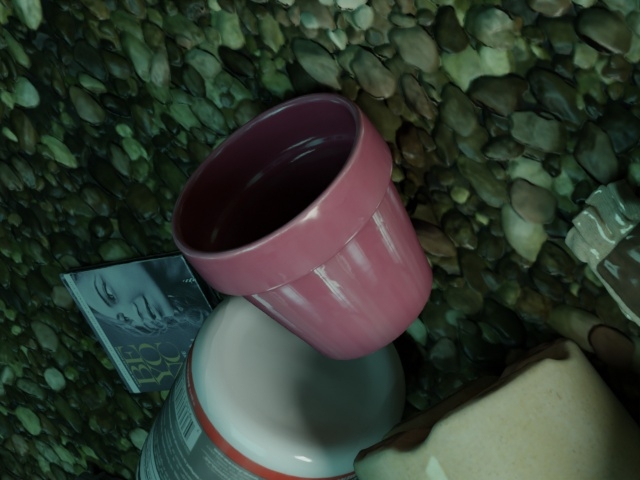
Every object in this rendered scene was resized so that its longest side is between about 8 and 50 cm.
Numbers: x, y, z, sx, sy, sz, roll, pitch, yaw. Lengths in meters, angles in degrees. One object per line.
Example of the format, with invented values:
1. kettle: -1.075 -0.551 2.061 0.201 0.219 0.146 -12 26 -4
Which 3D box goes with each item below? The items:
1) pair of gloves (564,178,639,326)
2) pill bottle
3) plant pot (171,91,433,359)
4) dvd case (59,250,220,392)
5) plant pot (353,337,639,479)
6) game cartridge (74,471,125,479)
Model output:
1. pair of gloves: 0.309 0.001 1.410 0.204 0.042 0.240 44 137 12
2. pill bottle: -0.067 0.215 1.820 0.210 0.210 0.363 40 142 9
3. plant pot: 0.000 0.000 1.599 0.201 0.201 0.180 -4 136 45
4. dvd case: -0.177 0.092 1.972 0.221 0.018 0.164 -8 117 47
5. plant pot: 0.197 0.264 1.561 0.334 0.334 0.305 -32 87 52
6. game cartridge: -0.167 0.403 2.211 0.297 0.062 0.198 16 129 34
